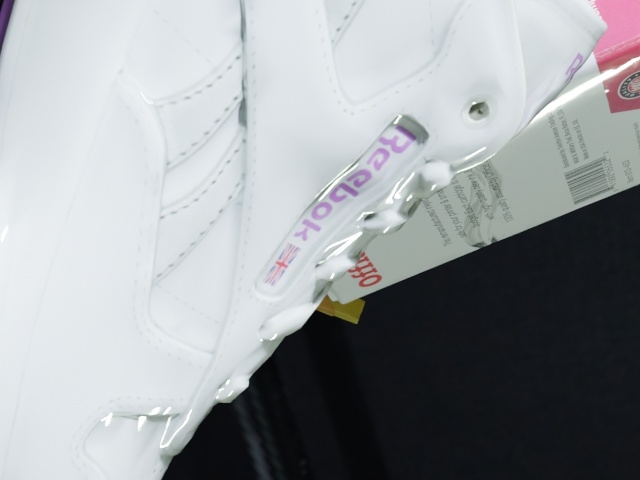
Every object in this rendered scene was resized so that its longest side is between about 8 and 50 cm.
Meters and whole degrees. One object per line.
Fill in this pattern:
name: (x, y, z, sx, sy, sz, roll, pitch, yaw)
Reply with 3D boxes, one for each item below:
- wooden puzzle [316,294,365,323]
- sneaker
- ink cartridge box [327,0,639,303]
wooden puzzle: (0.000, 0.000, 1.109, 0.078, 0.116, 0.014, 13, -36, -4)
sneaker: (-0.015, -0.018, 0.422, 0.152, 0.114, 0.305, 14, -70, -10)
ink cartridge box: (0.083, -0.074, 0.936, 0.237, 0.172, 0.100, -23, -116, 7)
